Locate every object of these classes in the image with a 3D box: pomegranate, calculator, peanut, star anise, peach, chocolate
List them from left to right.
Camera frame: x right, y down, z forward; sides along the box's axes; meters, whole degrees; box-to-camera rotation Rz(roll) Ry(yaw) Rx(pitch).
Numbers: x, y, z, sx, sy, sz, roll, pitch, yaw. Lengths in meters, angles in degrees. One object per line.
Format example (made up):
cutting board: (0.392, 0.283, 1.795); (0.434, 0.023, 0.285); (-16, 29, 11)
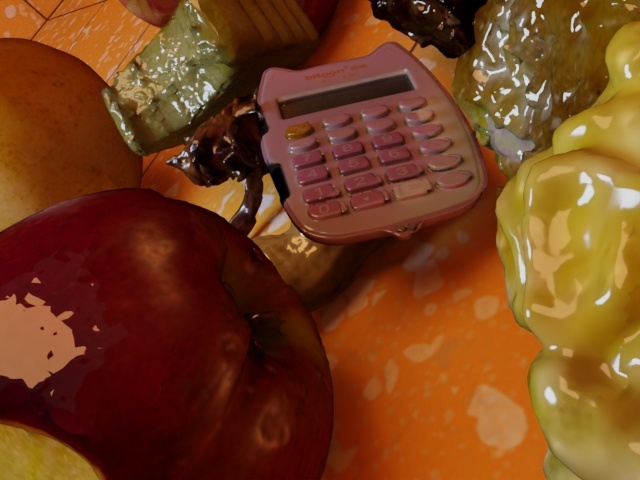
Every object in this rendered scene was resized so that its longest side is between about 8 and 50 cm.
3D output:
pomegranate: (-0.455, -0.082, 1.159); (0.416, 0.416, 0.417); (-29, 38, 26)
peach: (-0.187, 0.168, 0.643); (0.416, 0.339, 0.353); (-40, -3, 11)
star anise: (-0.099, -0.091, 0.970); (0.346, 0.148, 0.237); (-43, 12, 11)
peanut: (0.000, 0.000, 0.790); (0.229, 0.098, 0.103); (-44, 65, 3)
calculator: (0.042, -0.093, 0.752); (0.194, 0.043, 0.294); (-13, 43, -4)
chocolate: (0.140, -0.251, 0.840); (0.206, 0.224, 0.177); (-18, 67, 36)

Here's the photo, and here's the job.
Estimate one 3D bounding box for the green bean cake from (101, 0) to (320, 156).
green bean cake: (-0.143, -0.227, 1.008); (0.236, 0.124, 0.233); (-37, -5, 32)

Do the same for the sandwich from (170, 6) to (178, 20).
sandwich: (-0.202, -0.336, 1.311); (0.109, 0.160, 0.185); (-7, 54, 21)

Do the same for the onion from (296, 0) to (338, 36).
onion: (-0.051, -0.325, 1.178); (0.250, 0.111, 0.247); (-38, -3, 31)

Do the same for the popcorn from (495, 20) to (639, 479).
popcorn: (0.236, 0.020, 0.342); (0.312, 0.312, 0.312); (-29, 38, 26)

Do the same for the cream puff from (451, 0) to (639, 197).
cream puff: (0.232, -0.109, 0.604); (0.282, 0.185, 0.282); (177, 90, -67)

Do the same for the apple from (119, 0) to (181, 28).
apple: (-0.253, -0.571, 1.430); (0.363, 0.364, 0.364); (-29, 38, 26)
